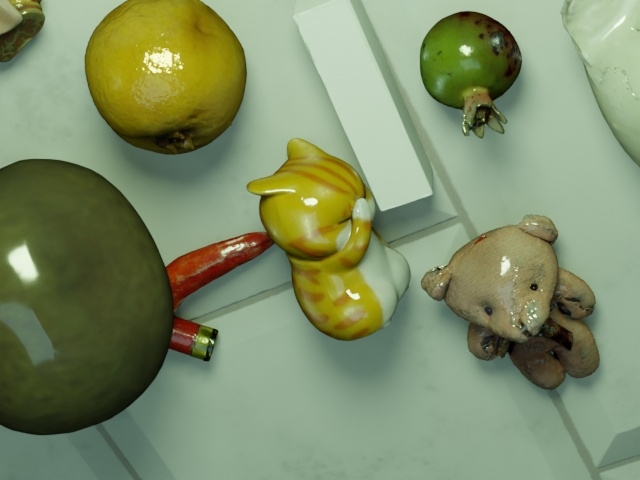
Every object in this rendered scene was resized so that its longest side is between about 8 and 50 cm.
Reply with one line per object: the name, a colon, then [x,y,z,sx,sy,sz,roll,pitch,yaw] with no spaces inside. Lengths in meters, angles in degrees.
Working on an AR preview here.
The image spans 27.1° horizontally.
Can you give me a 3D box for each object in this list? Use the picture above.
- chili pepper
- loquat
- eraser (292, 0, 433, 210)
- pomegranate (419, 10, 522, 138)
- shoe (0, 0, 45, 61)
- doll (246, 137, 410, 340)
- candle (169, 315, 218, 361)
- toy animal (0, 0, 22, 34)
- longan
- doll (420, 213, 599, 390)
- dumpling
chili pepper: [-0.183,0.050,1.880,0.272,0.071,0.063,-31,75,15]
loquat: [-0.191,-0.204,1.649,0.208,0.208,0.208,2,121,3]
eraser: [0.058,-0.186,1.708,0.076,0.078,0.298,-19,118,14]
pomegranate: [0.192,-0.211,1.640,0.129,0.159,0.129,-15,133,-16]
shoe: [-0.398,-0.284,1.691,0.072,0.069,0.109,-6,142,-35]
doll: [0.019,0.007,1.775,0.162,0.167,0.270,-6,118,23]
candle: [-0.217,0.135,1.940,0.130,0.052,0.052,17,121,-5]
toy animal: [-0.535,-0.254,1.597,0.237,0.269,0.326,36,144,7]
longan: [-0.361,0.078,1.743,0.361,0.361,0.361,2,121,3]
doll: [0.292,0.116,1.834,0.201,0.156,0.303,-31,119,14]
dumpling: [0.463,-0.209,1.614,0.260,0.181,0.341,-33,92,11]
